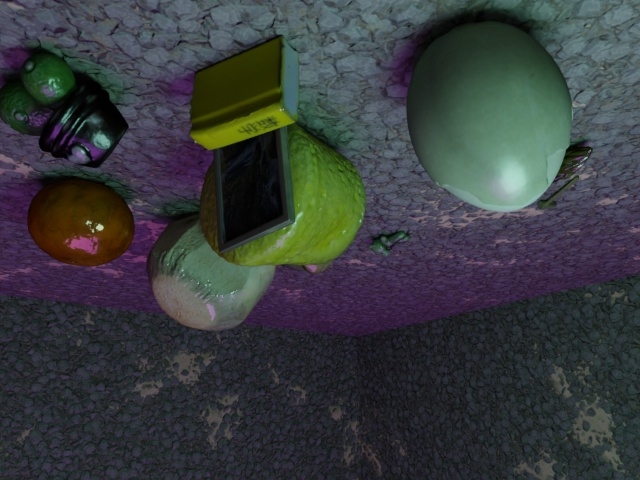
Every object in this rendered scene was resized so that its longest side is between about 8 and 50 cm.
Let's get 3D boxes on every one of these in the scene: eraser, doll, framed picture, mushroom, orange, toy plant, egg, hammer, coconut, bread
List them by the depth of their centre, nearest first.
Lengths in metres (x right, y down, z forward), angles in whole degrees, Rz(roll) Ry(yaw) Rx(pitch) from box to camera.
[{"bbox_3d":[0.299,-0.206,0.945,0.278,0.336,0.278,-7,161,-2],"label":"egg"},{"bbox_3d":[-0.143,-0.271,0.993,0.226,0.158,0.069,-12,155,28],"label":"eraser"},{"bbox_3d":[-0.514,-0.253,1.047,0.235,0.175,0.218,39,137,-19],"label":"toy plant"},{"bbox_3d":[-0.145,-0.156,1.071,0.020,0.324,0.240,8,161,-42],"label":"framed picture"},{"bbox_3d":[-0.078,-0.097,1.234,0.348,0.348,0.307,-19,159,41],"label":"bread"},{"bbox_3d":[-0.680,-0.046,1.507,0.283,0.226,0.284,4,156,2],"label":"orange"},{"bbox_3d":[0.725,-0.142,1.578,0.060,0.028,0.195,-3,159,-9],"label":"hammer"},{"bbox_3d":[-0.348,0.081,1.718,0.415,0.415,0.344,17,142,-40],"label":"coconut"},{"bbox_3d":[-0.089,0.034,1.769,0.154,0.138,0.407,28,167,-20],"label":"mushroom"},{"bbox_3d":[0.253,0.013,1.928,0.150,0.078,0.115,-26,161,28],"label":"doll"}]

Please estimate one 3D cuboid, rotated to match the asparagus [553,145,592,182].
[{"bbox_3d":[0.599,-0.179,1.399,0.080,0.080,0.287,8,158,-24],"label":"asparagus"}]
